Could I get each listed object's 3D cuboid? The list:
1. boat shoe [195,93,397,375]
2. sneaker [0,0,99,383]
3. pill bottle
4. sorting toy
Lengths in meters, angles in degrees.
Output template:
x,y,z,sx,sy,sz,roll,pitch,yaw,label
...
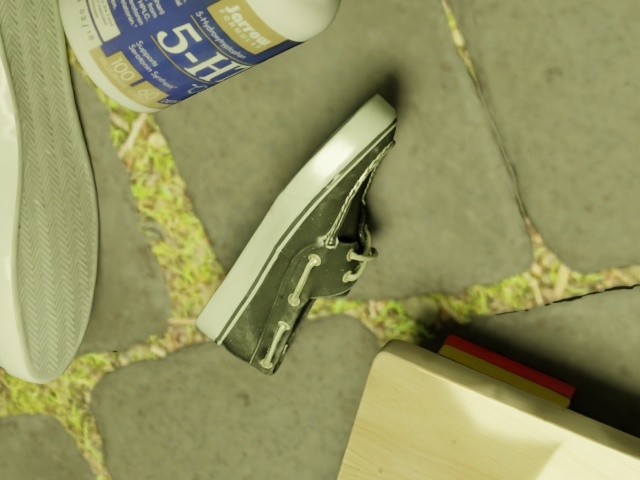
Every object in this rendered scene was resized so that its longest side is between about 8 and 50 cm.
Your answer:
x,y,z,sx,sy,sz,roll,pitch,yaw,label
0.000,0.000,1.123,0.070,0.078,0.219,39,128,4,boat shoe
-0.250,-0.051,1.192,0.169,0.108,0.292,1,103,25,sneaker
-0.052,-0.158,1.052,0.186,0.112,0.112,-23,101,29,pill bottle
0.135,0.205,1.142,0.257,0.089,0.255,22,118,12,sorting toy
